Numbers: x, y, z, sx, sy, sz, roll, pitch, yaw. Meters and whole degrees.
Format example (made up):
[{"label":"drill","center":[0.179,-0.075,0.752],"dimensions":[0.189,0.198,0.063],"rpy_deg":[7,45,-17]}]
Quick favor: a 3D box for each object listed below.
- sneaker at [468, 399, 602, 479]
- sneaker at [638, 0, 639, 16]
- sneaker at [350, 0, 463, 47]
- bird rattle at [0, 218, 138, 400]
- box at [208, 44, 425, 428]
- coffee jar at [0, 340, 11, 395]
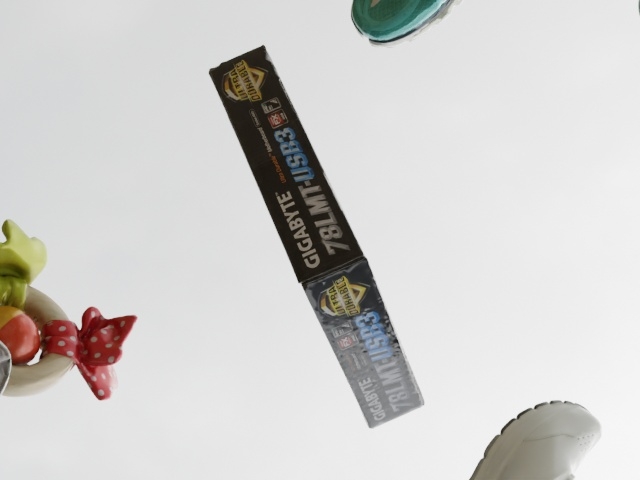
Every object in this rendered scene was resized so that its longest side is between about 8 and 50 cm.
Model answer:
[{"label":"sneaker","center":[0.186,0.268,1.146],"dimensions":[0.129,0.111,0.297],"rpy_deg":[32,-128,30]},{"label":"sneaker","center":[0.372,-0.321,1.103],"dimensions":[0.150,0.135,0.366],"rpy_deg":[-14,-149,42]},{"label":"sneaker","center":[0.132,-0.324,1.275],"dimensions":[0.275,0.110,0.107],"rpy_deg":[-45,-104,8]},{"label":"bird rattle","center":[-0.363,0.117,1.473],"dimensions":[0.253,0.207,0.143],"rpy_deg":[49,-50,1]},{"label":"box","center":[0.000,0.000,1.218],"dimensions":[0.073,0.295,0.293],"rpy_deg":[-25,-127,0]},{"label":"coffee jar","center":[-0.393,0.115,1.165],"dimensions":[0.184,0.096,0.079],"rpy_deg":[1,-122,36]}]
